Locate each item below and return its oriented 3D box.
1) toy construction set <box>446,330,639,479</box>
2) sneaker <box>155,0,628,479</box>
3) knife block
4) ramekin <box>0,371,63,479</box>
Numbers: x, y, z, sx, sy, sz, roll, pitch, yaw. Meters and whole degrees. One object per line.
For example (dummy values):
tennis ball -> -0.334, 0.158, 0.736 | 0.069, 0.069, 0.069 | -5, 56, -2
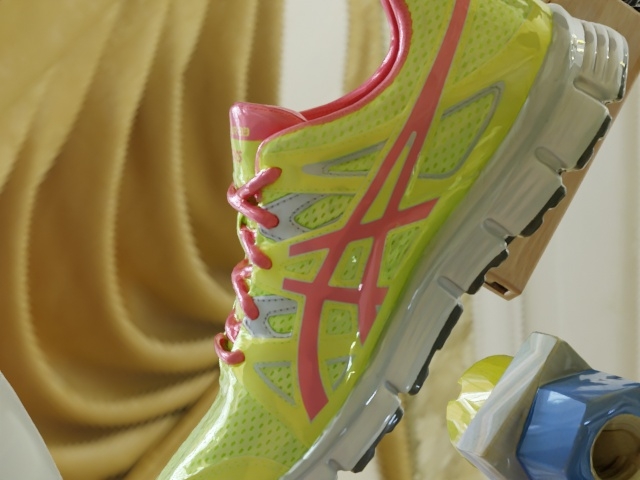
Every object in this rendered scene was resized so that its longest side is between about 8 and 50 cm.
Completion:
toy construction set -> 0.184, 0.072, 0.505 | 0.151, 0.215, 0.327 | 17, -11, 44
sneaker -> 0.000, 0.000, 0.585 | 0.094, 0.208, 0.081 | 35, 1, -11
knife block -> 0.161, -0.121, 1.241 | 0.088, 0.276, 0.242 | 31, -63, -6
ramekin -> -0.194, 0.097, 0.501 | 0.277, 0.135, 0.277 | 15, -52, 20
